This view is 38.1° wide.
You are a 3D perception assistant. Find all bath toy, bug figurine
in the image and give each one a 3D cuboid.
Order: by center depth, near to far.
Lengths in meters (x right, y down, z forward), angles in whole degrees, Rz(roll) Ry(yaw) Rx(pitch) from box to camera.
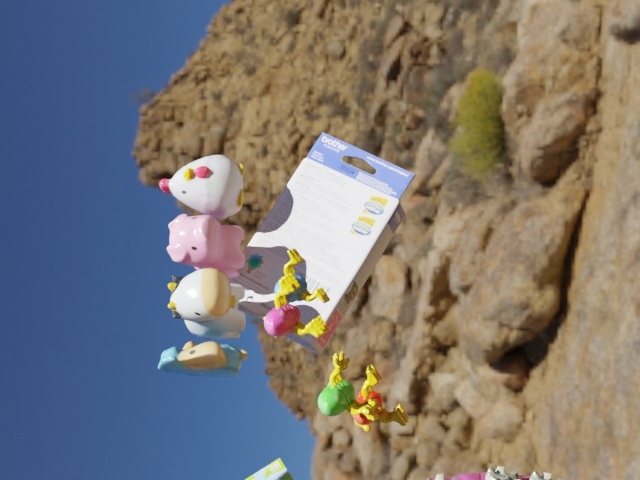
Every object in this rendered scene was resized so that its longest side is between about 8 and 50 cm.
[{"bbox_3d":[0.002,0.143,1.204,0.279,0.072,0.216,57,-170,8],"label":"bug figurine"},{"bbox_3d":[-0.174,0.025,1.359,0.151,0.129,0.348,115,155,-60],"label":"bath toy"}]

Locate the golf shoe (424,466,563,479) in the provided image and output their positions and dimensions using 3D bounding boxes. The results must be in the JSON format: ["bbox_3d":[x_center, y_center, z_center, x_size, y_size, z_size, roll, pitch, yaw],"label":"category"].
[{"bbox_3d":[0.071,0.245,0.631,0.115,0.306,0.140,-137,45,-61],"label":"golf shoe"}]

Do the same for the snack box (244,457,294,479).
[{"bbox_3d":[-0.086,0.464,1.439,0.207,0.174,0.070,43,160,52],"label":"snack box"}]

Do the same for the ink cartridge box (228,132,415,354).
[{"bbox_3d":[0.000,0.000,1.435,0.311,0.185,0.065,-59,-26,-9],"label":"ink cartridge box"}]
